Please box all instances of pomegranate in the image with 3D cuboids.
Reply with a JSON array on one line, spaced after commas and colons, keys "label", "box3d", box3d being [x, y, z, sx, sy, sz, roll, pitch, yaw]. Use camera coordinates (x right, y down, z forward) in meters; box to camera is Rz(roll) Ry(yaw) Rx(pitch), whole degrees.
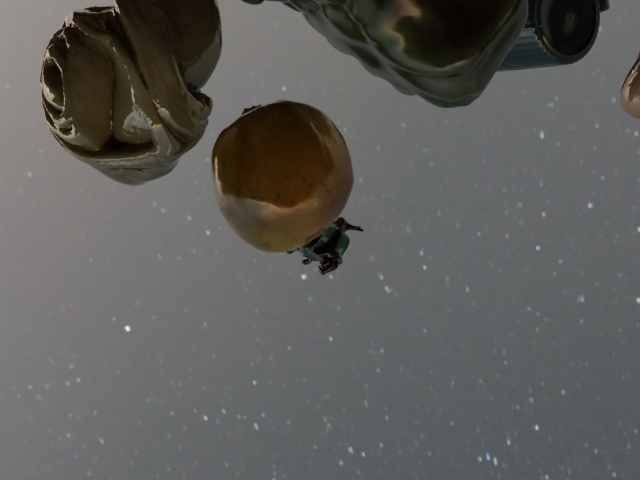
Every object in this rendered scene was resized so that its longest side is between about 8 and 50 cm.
[{"label": "pomegranate", "box3d": [-0.057, -0.096, 1.432, 0.233, 0.233, 0.233, -9, -136, 9]}]

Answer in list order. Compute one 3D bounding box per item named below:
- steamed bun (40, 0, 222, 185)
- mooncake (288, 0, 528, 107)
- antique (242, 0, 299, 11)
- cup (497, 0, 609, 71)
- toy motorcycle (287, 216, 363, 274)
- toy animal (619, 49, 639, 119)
[{"label": "steamed bun", "box3d": [-0.350, -0.275, 1.645, 0.367, 0.255, 0.342, -33, -128, 49]}, {"label": "mooncake", "box3d": [0.097, -0.330, 1.273, 0.351, 0.351, 0.187, 35, -87, 40]}, {"label": "antique", "box3d": [-0.021, -0.517, 1.594, 0.322, 0.255, 0.185, -48, -126, 26]}, {"label": "cup", "box3d": [0.515, -0.525, 2.301, 0.292, 0.308, 0.242, 11, -90, 58]}, {"label": "toy motorcycle", "box3d": [0.000, 0.000, 1.604, 0.100, 0.058, 0.173, -58, -150, -4]}, {"label": "toy animal", "box3d": [0.512, -0.203, 1.205, 0.221, 0.210, 0.229, 14, -143, -15]}]
